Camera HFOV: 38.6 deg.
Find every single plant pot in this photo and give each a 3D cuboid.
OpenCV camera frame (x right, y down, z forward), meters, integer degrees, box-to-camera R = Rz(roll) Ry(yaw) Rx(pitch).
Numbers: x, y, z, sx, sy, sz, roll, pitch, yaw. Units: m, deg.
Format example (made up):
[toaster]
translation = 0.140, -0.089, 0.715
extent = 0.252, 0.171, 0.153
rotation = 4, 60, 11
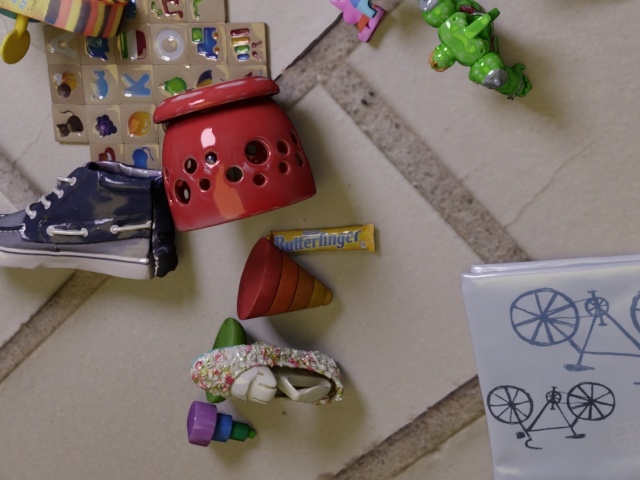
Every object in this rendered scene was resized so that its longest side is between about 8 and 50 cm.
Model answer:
[plant pot]
translation = -0.115, -0.116, 1.186
extent = 0.191, 0.191, 0.174
rotation = -10, 98, 20

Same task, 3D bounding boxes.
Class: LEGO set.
[LEGO set]
translation = 0.069, -0.363, 1.118
extent = 0.093, 0.087, 0.227
rotation = 34, 112, 5

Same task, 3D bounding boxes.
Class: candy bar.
[candy bar]
translation = 0.000, 0.000, 1.288
extent = 0.162, 0.018, 0.040
rotation = -3, 105, 17

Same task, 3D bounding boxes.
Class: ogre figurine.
[ogre figurine]
translation = 0.176, -0.248, 1.102
extent = 0.097, 0.118, 0.197
rotation = -19, 99, 22

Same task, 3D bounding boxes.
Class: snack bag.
[snack bag]
translation = 0.372, 0.182, 1.220
extent = 0.323, 0.037, 0.342
rotation = -6, 108, 20

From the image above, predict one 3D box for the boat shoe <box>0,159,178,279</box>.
[boat shoe]
translation = -0.374, -0.045, 1.338
extent = 0.341, 0.127, 0.158
rotation = 5, 110, 6

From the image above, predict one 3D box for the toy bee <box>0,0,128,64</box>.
[toy bee]
translation = -0.417, -0.328, 1.202
extent = 0.299, 0.162, 0.195
rotation = 2, 114, 6

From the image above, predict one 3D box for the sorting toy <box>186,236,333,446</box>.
[sorting toy]
translation = -0.086, 0.168, 1.337
extent = 0.126, 0.127, 0.365
rotation = 15, 118, -17

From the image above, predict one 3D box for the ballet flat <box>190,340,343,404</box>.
[ballet flat]
translation = -0.061, 0.190, 1.258
extent = 0.077, 0.241, 0.091
rotation = 49, 123, 44

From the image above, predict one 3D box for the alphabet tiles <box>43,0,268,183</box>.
[alphabet tiles]
translation = -0.235, -0.221, 1.297
extent = 0.343, 0.011, 0.285
rotation = 3, 108, 16
